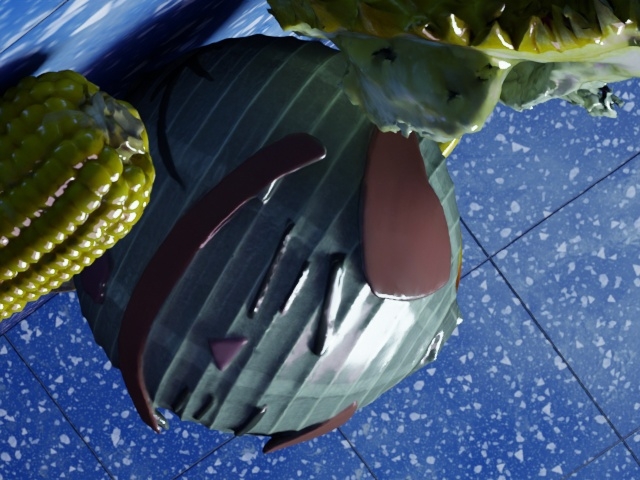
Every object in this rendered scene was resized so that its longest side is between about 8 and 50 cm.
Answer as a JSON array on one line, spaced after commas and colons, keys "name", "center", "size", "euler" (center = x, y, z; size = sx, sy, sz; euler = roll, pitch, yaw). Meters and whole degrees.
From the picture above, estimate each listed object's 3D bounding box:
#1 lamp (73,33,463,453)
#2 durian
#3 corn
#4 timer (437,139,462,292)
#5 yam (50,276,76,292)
[{"name": "lamp", "center": [-0.026, 0.000, 0.789], "size": [0.233, 0.233, 0.265], "euler": [-39, 161, -41]}, {"name": "durian", "center": [0.074, -0.114, 0.655], "size": [0.172, 0.166, 0.306], "euler": [-33, -168, -6]}, {"name": "corn", "center": [-0.169, 0.013, 0.590], "size": [0.231, 0.080, 0.080], "euler": [-35, -177, 14]}, {"name": "timer", "center": [0.000, 0.000, 1.397], "size": [0.376, 0.376, 0.387], "euler": [-38, -170, -35]}, {"name": "yam", "center": [-0.154, -0.019, 0.922], "size": [0.084, 0.084, 0.127], "euler": [-35, -178, 26]}]
